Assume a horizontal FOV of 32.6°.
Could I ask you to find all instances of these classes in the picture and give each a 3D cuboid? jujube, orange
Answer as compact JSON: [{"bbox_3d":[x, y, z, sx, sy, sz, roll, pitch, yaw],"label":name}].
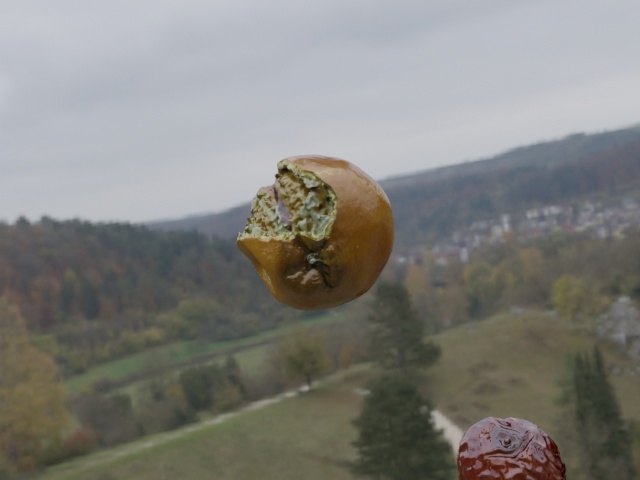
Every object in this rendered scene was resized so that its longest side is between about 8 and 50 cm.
[{"bbox_3d":[0.206,0.263,1.176,0.109,0.176,0.112,-22,45,-8],"label":"jujube"},{"bbox_3d":[0.000,0.000,0.571,0.086,0.086,0.062,-9,32,-3],"label":"orange"}]
